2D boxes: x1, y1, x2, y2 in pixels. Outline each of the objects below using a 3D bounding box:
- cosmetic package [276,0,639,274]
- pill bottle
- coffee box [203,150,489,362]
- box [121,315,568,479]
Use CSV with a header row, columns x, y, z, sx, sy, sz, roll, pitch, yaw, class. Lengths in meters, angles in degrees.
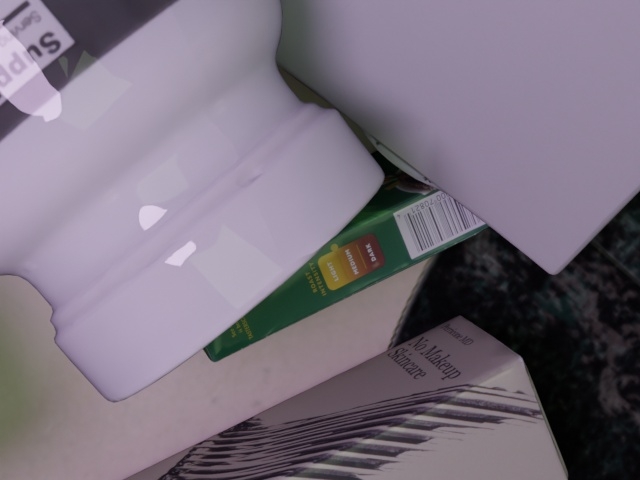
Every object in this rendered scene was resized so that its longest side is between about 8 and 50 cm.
x,y,z,sx,sy,sz,roll,pitch,yaw,class
0.145,-0.180,0.669,0.217,0.385,0.156,39,51,0,cosmetic package
-0.149,-0.116,0.672,0.210,0.210,0.363,-40,95,-4,pill bottle
0.000,0.000,0.835,0.184,0.113,0.040,-26,110,-8,coffee box
-0.001,0.153,0.871,0.275,0.113,0.094,-26,107,-11,box
